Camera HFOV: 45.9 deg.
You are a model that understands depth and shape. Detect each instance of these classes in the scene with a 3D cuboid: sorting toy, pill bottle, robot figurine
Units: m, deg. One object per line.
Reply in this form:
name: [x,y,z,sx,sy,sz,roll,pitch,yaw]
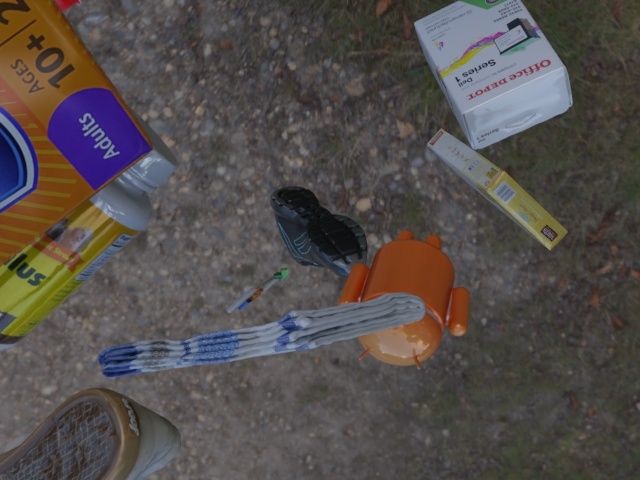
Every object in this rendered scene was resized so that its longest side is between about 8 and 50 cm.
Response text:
sorting toy: [-0.075,0.062,0.950,0.083,0.062,0.012,-41,82,31]
pill bottle: [-0.222,-0.019,0.619,0.215,0.117,0.117,-42,111,4]
robot figurine: [0.121,0.087,1.094,0.158,0.219,0.128,34,140,-17]

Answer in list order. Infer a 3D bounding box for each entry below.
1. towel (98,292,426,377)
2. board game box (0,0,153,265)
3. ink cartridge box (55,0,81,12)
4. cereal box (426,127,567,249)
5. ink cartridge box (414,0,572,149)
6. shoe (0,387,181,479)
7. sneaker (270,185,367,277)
towel: [-0.060,0.094,0.754,0.285,0.209,0.034,-15,83,38]
board game box: [-0.392,-0.146,0.435,0.356,0.356,0.356,-39,147,-8]
ink cartridge box: [-0.543,-0.471,1.384,0.078,0.231,0.134,-44,126,-20]
cereal box: [0.289,-0.092,1.259,0.173,0.240,0.047,36,101,-28]
ink cartridge box: [0.326,-0.340,1.447,0.201,0.278,0.117,-24,144,9]
shoe: [-0.172,0.151,0.416,0.219,0.076,0.058,-31,159,15]
sneaker: [0.000,0.000,1.316,0.101,0.267,0.106,-15,125,-23]
